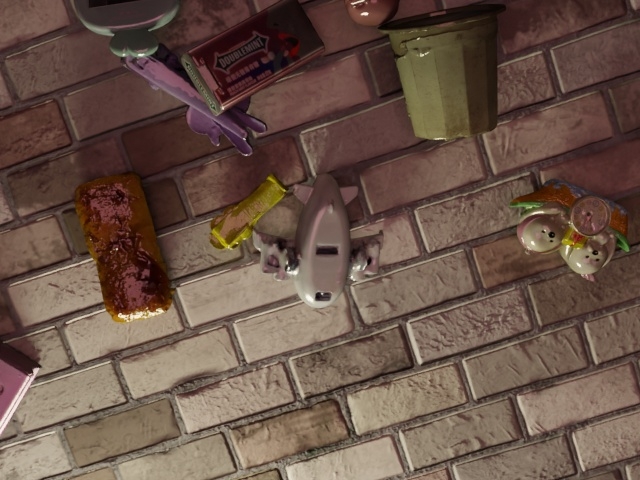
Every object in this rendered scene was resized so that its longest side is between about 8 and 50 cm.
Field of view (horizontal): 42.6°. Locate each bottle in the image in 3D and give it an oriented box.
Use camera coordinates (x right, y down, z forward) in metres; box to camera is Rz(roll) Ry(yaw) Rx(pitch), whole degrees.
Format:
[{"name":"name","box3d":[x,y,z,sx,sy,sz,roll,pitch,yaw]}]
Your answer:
[{"name":"bottle","box3d":[0.080,-0.483,1.358,0.120,0.120,0.253,-3,85,3]}]

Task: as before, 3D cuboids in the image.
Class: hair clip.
[{"name":"hair clip","box3d":[-0.136,-0.051,1.503,0.072,0.046,0.173,45,97,5]},{"name":"hair clip","box3d":[-0.216,-0.265,1.457,0.278,0.090,0.137,34,103,-7]}]

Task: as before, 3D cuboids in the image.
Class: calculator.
[{"name":"calculator","box3d":[-0.334,-0.450,1.410,0.186,0.041,0.298,-10,80,-1]}]

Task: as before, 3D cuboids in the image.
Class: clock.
[{"name":"clock","box3d":[0.442,-0.022,1.455,0.231,0.103,0.144,24,91,-3]}]

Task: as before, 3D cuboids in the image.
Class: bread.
[{"name":"bread","box3d":[-0.355,0.013,1.509,0.139,0.077,0.271,-13,96,2]}]

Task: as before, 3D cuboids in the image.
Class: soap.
[{"name":"soap","box3d":[-0.641,0.299,1.574,0.122,0.065,0.203,32,99,-3]}]

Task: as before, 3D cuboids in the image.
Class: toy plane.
[{"name":"toy plane","box3d":[0.000,0.000,1.476,0.245,0.117,0.244,-4,104,-16]}]

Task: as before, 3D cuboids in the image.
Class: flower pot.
[{"name":"flower pot","box3d":[0.210,-0.282,1.387,0.212,0.212,0.202,-6,111,4]}]

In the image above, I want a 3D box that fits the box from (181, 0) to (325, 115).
[{"name":"box","box3d":[-0.113,-0.318,1.408,0.224,0.069,0.120,-35,97,-16]}]
